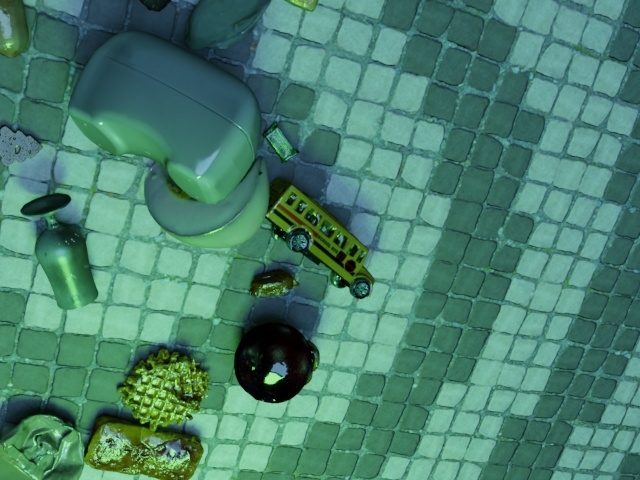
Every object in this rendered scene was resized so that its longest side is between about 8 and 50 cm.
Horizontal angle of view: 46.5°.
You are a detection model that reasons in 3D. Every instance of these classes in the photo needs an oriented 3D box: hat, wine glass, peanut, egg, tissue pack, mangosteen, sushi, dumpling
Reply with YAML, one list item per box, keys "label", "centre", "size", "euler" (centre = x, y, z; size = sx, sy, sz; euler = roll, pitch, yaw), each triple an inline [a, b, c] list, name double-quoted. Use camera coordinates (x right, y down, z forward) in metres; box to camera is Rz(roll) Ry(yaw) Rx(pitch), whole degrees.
- label: "hat"
  centre: [-0.674, 0.500, 1.717]
  size: [0.244, 0.149, 0.214]
  euler: [-19, 122, 33]
- label: "wine glass"
  centre: [-0.533, 0.027, 1.539]
  size: [0.103, 0.103, 0.231]
  euler: [-14, 118, -12]
- label: "peanut"
  centre: [-0.576, -0.408, 1.357]
  size: [0.076, 0.076, 0.152]
  euler: [-6, 116, -16]
- label: "egg"
  centre: [-0.216, -0.069, 1.552]
  size: [0.271, 0.206, 0.162]
  euler: [-6, 155, 19]
- label: "tissue pack"
  centre: [-0.272, -0.242, 1.393]
  size: [0.333, 0.229, 0.236]
  euler: [28, 78, 5]
- label: "mangosteen"
  centre: [-0.092, 0.284, 1.756]
  size: [0.230, 0.194, 0.194]
  euler: [0, 115, -47]
- label: "sushi"
  centre: [-0.108, 0.106, 1.738]
  size: [0.117, 0.061, 0.060]
  euler: [-4, 124, 6]
- label: "dumpling"
  centre: [-0.164, -0.431, 1.448]
  size: [0.216, 0.149, 0.105]
  euler: [-39, 159, -6]

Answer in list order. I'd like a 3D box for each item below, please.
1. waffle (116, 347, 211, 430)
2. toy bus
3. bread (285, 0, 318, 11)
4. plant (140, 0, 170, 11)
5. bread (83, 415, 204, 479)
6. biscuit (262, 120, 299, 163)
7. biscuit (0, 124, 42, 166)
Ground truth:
- label: "waffle"
  centre: [-0.360, 0.350, 1.748]
  size: [0.197, 0.070, 0.193]
  euler: [-38, 117, 1]
- label: "toy bus"
  centre: [0.000, 0.000, 1.691]
  size: [0.335, 0.121, 0.123]
  euler: [39, 85, -27]
- label: "bread"
  centre: [-0.028, -0.511, 1.513]
  size: [0.070, 0.035, 0.083]
  euler: [12, 114, -21]
- label: "plant"
  centre: [-0.304, -0.541, 1.331]
  size: [0.178, 0.204, 0.234]
  euler: [27, 100, -49]
- label: "bread"
  centre: [-0.419, 0.502, 1.789]
  size: [0.270, 0.077, 0.139]
  euler: [21, 103, -24]
- label: "biscuit"
  centre: [-0.089, -0.213, 1.628]
  size: [0.046, 0.016, 0.089]
  euler: [-38, 118, -1]
- label: "biscuit"
  centre: [-0.599, -0.188, 1.475]
  size: [0.092, 0.016, 0.082]
  euler: [-4, 108, -17]
